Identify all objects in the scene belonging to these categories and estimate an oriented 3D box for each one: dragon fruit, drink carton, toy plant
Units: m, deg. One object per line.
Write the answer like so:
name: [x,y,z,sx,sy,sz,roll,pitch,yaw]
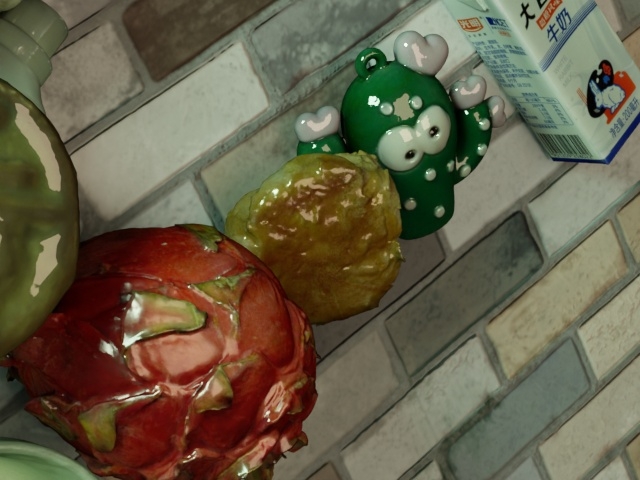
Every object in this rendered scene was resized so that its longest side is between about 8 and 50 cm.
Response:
dragon fruit: [-0.157,0.120,1.726,0.342,0.277,0.277,41,72,-18]
drink carton: [0.277,-0.245,2.097,0.130,0.107,0.315,-52,121,-21]
toy plant: [0.093,-0.121,1.969,0.232,0.112,0.243,-51,124,-1]

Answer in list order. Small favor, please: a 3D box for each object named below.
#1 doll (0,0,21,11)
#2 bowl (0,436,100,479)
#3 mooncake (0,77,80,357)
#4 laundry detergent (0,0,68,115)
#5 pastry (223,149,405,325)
doll: [-0.251,-0.329,1.666,0.275,0.155,0.113,-34,135,-26]
bowl: [-0.350,0.336,1.673,0.307,0.163,0.307,-6,100,-35]
mooncake: [-0.353,-0.018,1.480,0.284,0.155,0.284,0,90,-34]
laundry detergent: [-0.372,-0.060,1.632,0.264,0.125,0.397,46,67,-29]
pastry: [0.000,0.000,1.891,0.218,0.100,0.229,-41,124,5]
